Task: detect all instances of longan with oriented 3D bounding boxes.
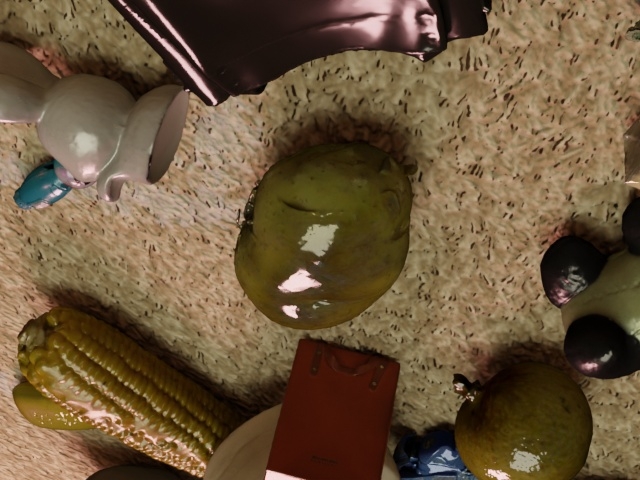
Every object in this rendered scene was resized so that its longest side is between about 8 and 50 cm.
[{"bbox_3d":[0.220,0.204,1.174,0.176,0.145,0.154,40,90,-6],"label":"longan"}]

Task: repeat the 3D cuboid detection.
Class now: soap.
[{"bbox_3d":[-0.355,0.226,1.429,0.140,0.045,0.089,-3,132,18],"label":"soap"}]

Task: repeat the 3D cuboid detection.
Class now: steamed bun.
[{"bbox_3d":[-0.032,0.297,1.281,0.242,0.146,0.164,-32,125,-1],"label":"steamed bun"}]

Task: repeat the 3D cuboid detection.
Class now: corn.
[{"bbox_3d":[-0.222,0.202,1.313,0.363,0.120,0.120,37,134,-25],"label":"corn"}]

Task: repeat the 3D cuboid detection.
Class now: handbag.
[{"bbox_3d":[-0.029,-0.224,0.807,0.285,0.113,0.257,-13,137,18],"label":"handbag"},{"bbox_3d":[0.016,0.208,1.196,0.127,0.190,0.063,14,136,2],"label":"handbag"}]

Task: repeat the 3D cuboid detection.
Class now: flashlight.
[{"bbox_3d":[-0.277,-0.066,1.098,0.129,0.051,0.051,-22,127,41],"label":"flashlight"}]

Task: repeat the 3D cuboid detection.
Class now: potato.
[{"bbox_3d":[0.000,0.000,1.021,0.169,0.143,0.248,13,147,-3],"label":"potato"}]

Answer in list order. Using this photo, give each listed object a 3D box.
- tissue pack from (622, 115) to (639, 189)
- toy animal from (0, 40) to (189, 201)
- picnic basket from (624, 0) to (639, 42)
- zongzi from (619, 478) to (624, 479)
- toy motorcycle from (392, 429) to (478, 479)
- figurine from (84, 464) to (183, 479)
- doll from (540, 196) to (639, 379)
[{"bbox_3d":[0.375,-0.076,0.865,0.196,0.092,0.148,24,137,-8],"label":"tissue pack"},{"bbox_3d":[-0.247,-0.116,0.989,0.221,0.103,0.131,16,139,-1],"label":"toy animal"},{"bbox_3d":[0.276,-0.173,0.809,0.083,0.065,0.083,-33,88,2],"label":"picnic basket"},{"bbox_3d":[0.249,0.530,1.406,0.418,0.181,0.447,-4,125,-3],"label":"zongzi"},{"bbox_3d":[0.165,0.280,1.326,0.205,0.076,0.114,-25,118,34],"label":"toy motorcycle"},{"bbox_3d":[-0.244,0.458,1.552,0.248,0.203,0.380,10,154,28],"label":"figurine"},{"bbox_3d":[0.322,0.045,0.987,0.135,0.143,0.234,17,143,-39],"label":"doll"}]
